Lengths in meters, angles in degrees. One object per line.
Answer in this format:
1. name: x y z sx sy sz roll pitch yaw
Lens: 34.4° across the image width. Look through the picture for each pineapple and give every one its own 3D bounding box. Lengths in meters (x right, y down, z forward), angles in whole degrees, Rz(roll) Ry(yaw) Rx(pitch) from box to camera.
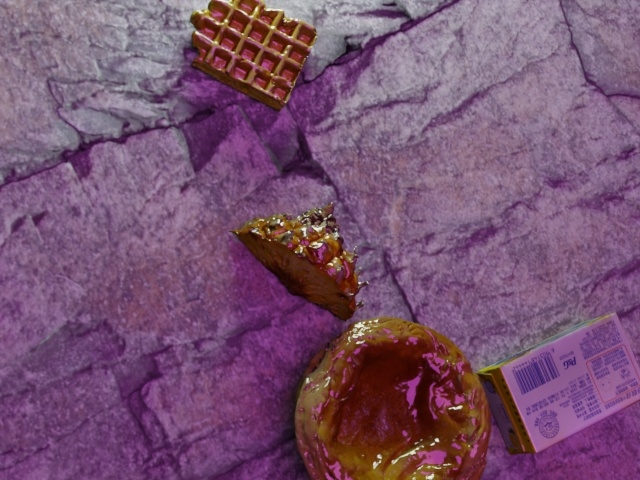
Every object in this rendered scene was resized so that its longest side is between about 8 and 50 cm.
1. pineapple: 0.004 0.004 1.713 0.250 0.140 0.164 45 68 -2

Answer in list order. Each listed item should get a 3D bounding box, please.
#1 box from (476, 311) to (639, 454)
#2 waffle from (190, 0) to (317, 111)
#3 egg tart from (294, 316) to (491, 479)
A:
1. box: 0.428 0.253 1.825 0.265 0.097 0.168 -23 87 -21
2. waffle: -0.126 -0.341 1.777 0.211 0.055 0.160 27 73 -11
3. egg tart: 0.109 0.299 1.683 0.352 0.150 0.351 6 72 -20
